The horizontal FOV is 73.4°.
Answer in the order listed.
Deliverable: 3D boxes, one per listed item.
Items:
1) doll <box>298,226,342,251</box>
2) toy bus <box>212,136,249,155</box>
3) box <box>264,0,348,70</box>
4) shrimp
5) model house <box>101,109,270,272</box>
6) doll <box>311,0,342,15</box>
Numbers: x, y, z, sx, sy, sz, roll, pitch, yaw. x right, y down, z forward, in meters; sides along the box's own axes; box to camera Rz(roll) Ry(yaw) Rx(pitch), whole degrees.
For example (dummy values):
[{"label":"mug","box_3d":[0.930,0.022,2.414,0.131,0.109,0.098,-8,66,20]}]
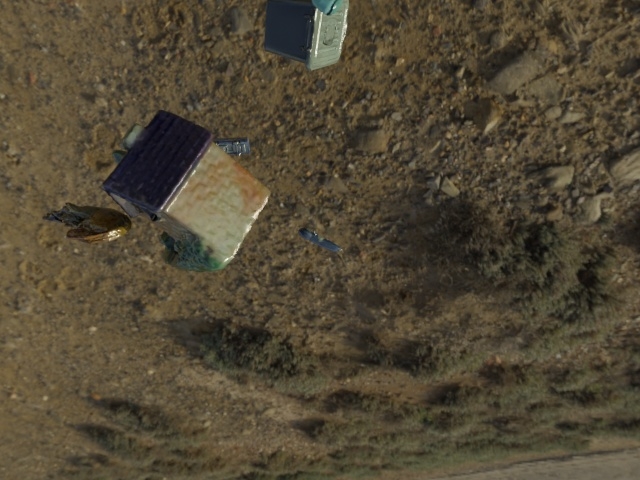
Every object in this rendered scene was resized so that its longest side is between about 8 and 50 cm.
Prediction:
[{"label":"doll","box_3d":[0.000,0.000,1.093,0.125,0.027,0.037,26,167,-11]},{"label":"toy bus","box_3d":[-0.306,-0.309,1.404,0.152,0.061,0.051,-3,128,0]},{"label":"box","box_3d":[-0.034,-0.522,1.053,0.134,0.243,0.163,18,123,13]},{"label":"shrimp","box_3d":[-0.516,-0.046,0.898,0.261,0.117,0.066,5,107,19]},{"label":"model house","box_3d":[-0.317,-0.105,0.912,0.280,0.245,0.312,40,156,-31]},{"label":"doll","box_3d":[0.056,-0.539,0.853,0.059,0.159,0.159,34,130,-8]}]
